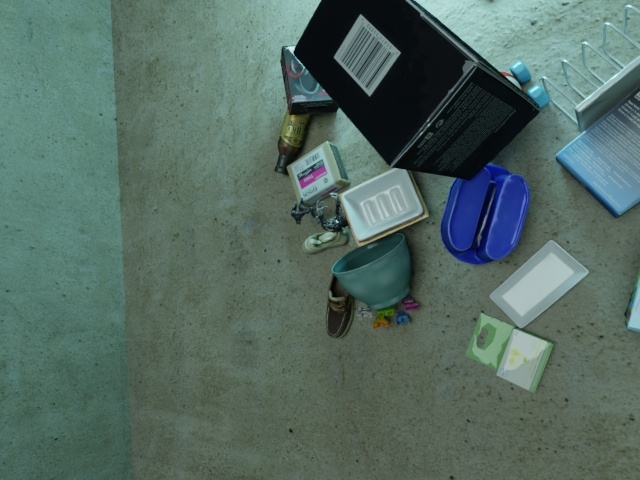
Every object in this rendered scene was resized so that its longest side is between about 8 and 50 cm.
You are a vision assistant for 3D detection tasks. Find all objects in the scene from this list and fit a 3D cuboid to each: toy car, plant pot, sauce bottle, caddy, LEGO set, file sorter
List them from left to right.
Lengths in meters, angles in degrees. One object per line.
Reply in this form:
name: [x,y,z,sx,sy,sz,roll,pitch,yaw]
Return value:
sauce bottle: [-0.128,-0.467,1.881,0.111,0.111,0.345,20,99,32]
plant pot: [0.214,0.127,1.538,0.293,0.293,0.196,-23,101,30]
LEGO set: [0.254,0.271,1.592,0.227,0.093,0.087,-11,117,6]
caddy: [0.538,-0.087,1.384,0.241,0.179,0.342,16,94,9]
toy car: [0.576,-0.474,1.345,0.219,0.238,0.210,-34,69,26]
file sorter: [0.826,-0.494,1.215,0.277,0.192,0.173,-42,63,24]

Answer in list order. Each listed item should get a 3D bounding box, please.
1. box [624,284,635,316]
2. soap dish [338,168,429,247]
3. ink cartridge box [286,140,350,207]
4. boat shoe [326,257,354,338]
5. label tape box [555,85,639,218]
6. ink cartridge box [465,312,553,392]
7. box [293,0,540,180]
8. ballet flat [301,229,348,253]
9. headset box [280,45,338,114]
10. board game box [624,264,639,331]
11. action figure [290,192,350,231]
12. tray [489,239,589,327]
box: [0.953,0.153,1.151,0.147,0.077,0.180,18,96,33]
soap dish: [0.239,-0.130,1.587,0.290,0.118,0.229,-25,73,18]
ink cartridge box: [-0.013,-0.282,1.804,0.234,0.088,0.193,-28,71,28]
boat shoe: [0.070,0.232,1.691,0.123,0.123,0.342,18,96,33]
label tape box: [0.911,-0.270,1.192,0.347,0.115,0.249,-43,66,20]
ink cartridge box: [0.611,0.362,1.374,0.235,0.056,0.171,21,99,30]
box: [0.266,-0.440,1.148,0.297,0.471,0.480,-51,61,32]
ballet flat: [0.000,0.000,1.779,0.248,0.086,0.086,-18,77,31]
headset box: [-0.040,-0.667,1.770,0.218,0.110,0.293,-7,79,-11]
board game box: [0.892,0.109,1.062,0.144,0.142,0.275,15,94,33]
action figure: [0.023,-0.112,1.684,0.275,0.164,0.141,11,113,21]
tray: [0.697,0.142,1.347,0.270,0.030,0.145,-50,64,20]
